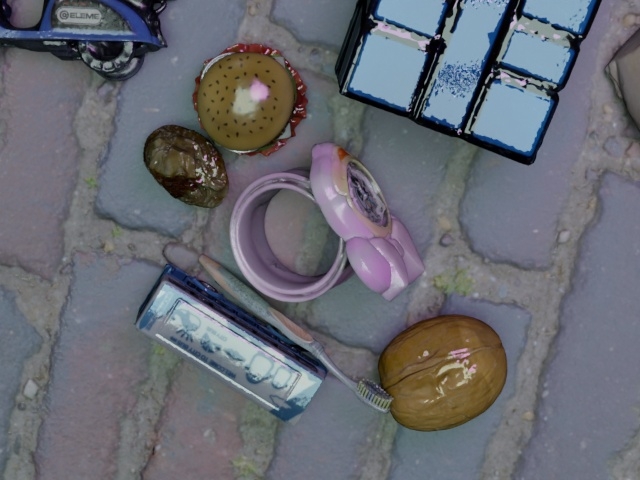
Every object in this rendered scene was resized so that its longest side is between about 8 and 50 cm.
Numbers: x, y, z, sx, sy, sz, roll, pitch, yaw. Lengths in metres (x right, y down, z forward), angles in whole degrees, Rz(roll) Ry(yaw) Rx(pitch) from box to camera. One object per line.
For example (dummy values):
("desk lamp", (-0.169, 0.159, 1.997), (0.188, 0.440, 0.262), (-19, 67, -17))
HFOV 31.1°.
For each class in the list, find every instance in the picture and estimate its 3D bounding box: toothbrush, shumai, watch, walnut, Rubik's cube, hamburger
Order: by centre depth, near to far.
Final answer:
("Rubik's cube", (0.192, -0.298, 1.558), (0.283, 0.293, 0.289), (18, 102, -8))
("hamburger", (-0.109, -0.204, 1.671), (0.175, 0.137, 0.175), (0, 97, 4))
("watch", (0.000, 0.000, 1.693), (0.217, 0.211, 0.248), (-30, 89, 23))
("shumai", (-0.214, -0.103, 1.699), (0.139, 0.105, 0.123), (49, 135, 29))
("walnut", (0.183, 0.195, 1.713), (0.197, 0.165, 0.165), (-28, 97, 9))
("toothbrush", (-0.042, 0.136, 1.724), (0.375, 0.028, 0.037), (37, 136, 15))

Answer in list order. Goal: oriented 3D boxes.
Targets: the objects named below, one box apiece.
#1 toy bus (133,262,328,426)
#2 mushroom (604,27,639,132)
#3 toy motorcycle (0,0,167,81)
("toy bus", (-0.133, 0.156, 1.727), (0.297, 0.131, 0.106), (32, 97, -4))
("mushroom", (0.547, -0.160, 1.669), (0.154, 0.137, 0.408), (-23, 91, -8))
("toy motorcycle", (-0.387, -0.344, 1.669), (0.358, 0.125, 0.213), (1, 90, -1))
